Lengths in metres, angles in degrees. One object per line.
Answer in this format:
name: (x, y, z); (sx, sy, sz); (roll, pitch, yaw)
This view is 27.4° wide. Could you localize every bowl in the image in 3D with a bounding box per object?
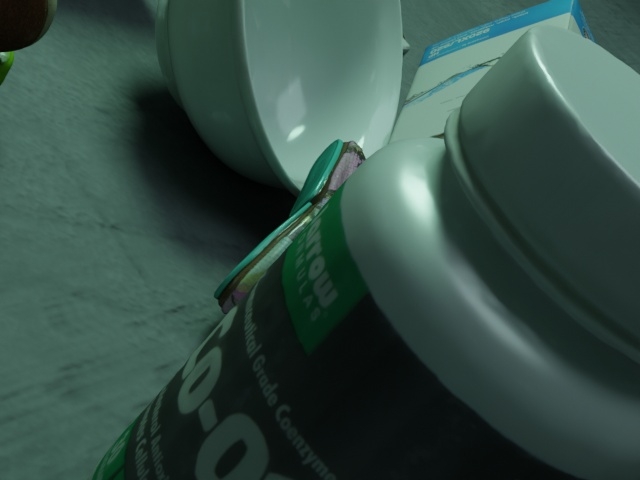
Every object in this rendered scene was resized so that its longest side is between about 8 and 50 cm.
bowl: (-0.048, -0.175, 1.123); (0.298, 0.134, 0.297); (-2, 92, -63)

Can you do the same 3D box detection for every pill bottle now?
pill bottle: (0.050, 0.079, 0.668); (0.204, 0.361, 0.204); (32, 27, -19)

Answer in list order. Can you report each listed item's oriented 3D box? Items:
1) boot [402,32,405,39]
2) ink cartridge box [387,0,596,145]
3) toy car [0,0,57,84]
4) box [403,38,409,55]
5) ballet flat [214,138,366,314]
boot: (-0.009, -0.260, 1.465); (0.219, 0.082, 0.106); (41, 42, 5)
ink cartridge box: (0.185, -0.091, 1.245); (0.171, 0.168, 0.232); (62, 28, -24)
toy car: (-0.281, -0.175, 0.867); (0.149, 0.155, 0.188); (47, 39, 10)
box: (0.017, -0.205, 1.376); (0.102, 0.087, 0.101); (50, 27, 14)
ballet flat: (0.000, 0.000, 0.981); (0.079, 0.077, 0.221); (42, 37, -5)
